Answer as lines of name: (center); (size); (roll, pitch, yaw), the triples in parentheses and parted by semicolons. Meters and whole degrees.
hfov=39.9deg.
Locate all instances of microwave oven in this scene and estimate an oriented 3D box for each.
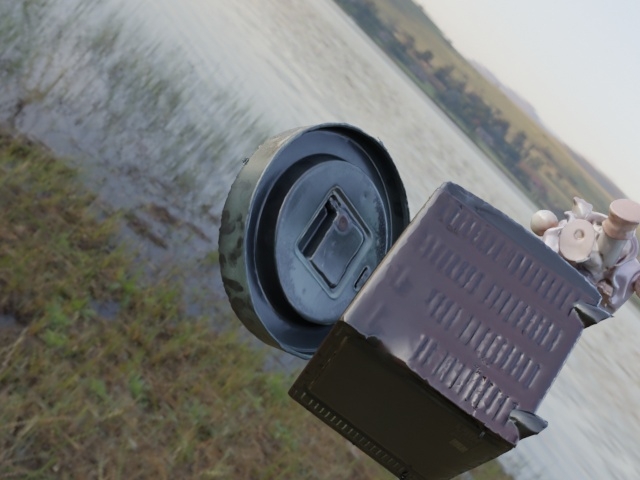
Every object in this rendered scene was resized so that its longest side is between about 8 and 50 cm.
microwave oven: (0.108, 0.093, 0.791); (0.178, 0.188, 0.247); (39, -27, 6)

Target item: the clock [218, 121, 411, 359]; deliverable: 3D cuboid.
clock: (0.001, 0.000, 1.148); (0.061, 0.313, 0.312); (7, -20, 44)

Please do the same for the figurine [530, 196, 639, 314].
figurine: (0.361, 0.031, 1.192); (0.200, 0.133, 0.276); (33, -11, 20)
